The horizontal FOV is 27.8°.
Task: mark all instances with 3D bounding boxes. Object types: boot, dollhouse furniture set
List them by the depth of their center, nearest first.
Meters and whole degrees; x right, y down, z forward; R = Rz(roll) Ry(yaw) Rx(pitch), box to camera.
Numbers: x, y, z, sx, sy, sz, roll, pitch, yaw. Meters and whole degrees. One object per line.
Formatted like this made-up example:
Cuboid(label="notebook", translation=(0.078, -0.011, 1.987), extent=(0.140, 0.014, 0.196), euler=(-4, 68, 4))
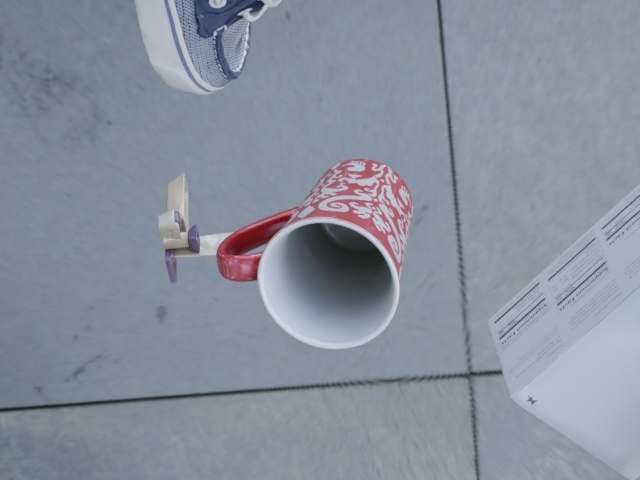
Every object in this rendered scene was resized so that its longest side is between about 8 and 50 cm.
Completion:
Cuboid(label="boot", translation=(-0.028, -0.113, 0.528), extent=(0.086, 0.190, 0.069), euler=(9, 70, 9))
Cuboid(label="dollhouse furniture set", translation=(-0.114, -0.031, 1.283), extent=(0.081, 0.091, 0.114), euler=(-5, 52, 0))

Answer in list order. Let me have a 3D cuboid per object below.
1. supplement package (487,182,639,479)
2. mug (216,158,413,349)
Cuboid(label="supplement package", translation=(0.355, 0.098, 1.422), extent=(0.204, 0.145, 0.262), euler=(35, 115, -23))
Cuboid(label="mug", translation=(0.006, -0.007, 1.076), extent=(0.150, 0.169, 0.113), euler=(26, 117, 0))
